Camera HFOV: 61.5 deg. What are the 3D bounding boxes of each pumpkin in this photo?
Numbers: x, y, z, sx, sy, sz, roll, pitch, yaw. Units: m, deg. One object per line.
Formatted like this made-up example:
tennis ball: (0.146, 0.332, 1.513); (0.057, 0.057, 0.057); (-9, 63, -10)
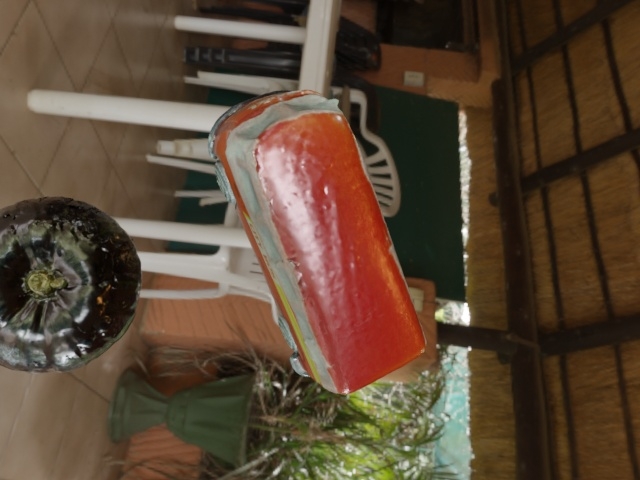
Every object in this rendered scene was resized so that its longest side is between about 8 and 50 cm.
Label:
pumpkin: (-0.352, 0.056, 0.712); (0.163, 0.233, 0.233); (163, -65, -71)

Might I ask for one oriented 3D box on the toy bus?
toy bus: (0.000, 0.000, 0.467); (0.265, 0.121, 0.120); (70, -14, -14)
